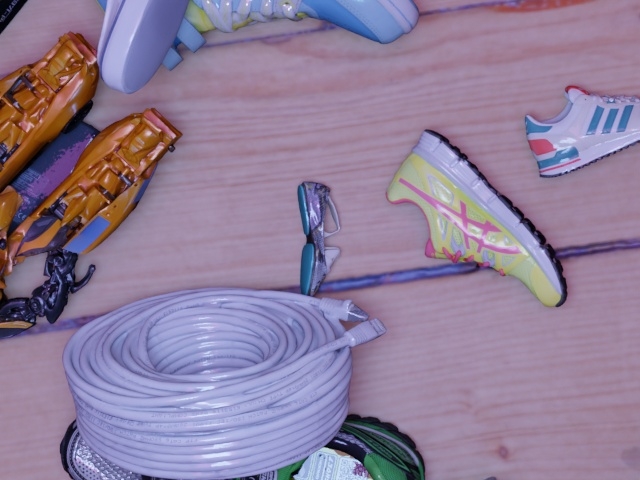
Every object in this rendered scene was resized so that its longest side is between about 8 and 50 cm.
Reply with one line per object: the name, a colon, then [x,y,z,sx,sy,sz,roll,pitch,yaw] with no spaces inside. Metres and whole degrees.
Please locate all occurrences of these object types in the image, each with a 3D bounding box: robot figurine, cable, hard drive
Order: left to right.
robot figurine: [-0.282,-0.045,1.545,0.211,0.085,0.291,44,97,1]
hard drive: [-0.285,-0.070,1.605,0.094,0.022,0.135,31,90,3]
cable: [-0.099,0.123,1.487,0.257,0.257,0.089,12,118,31]

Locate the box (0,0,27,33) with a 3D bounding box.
box: [-0.366,-0.281,1.585,0.180,0.077,0.147,39,90,3]

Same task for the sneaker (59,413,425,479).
sneaker: [-0.073,0.201,1.531,0.344,0.146,0.134,3,89,3]

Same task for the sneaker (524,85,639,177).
sneaker: [0.271,-0.121,1.569,0.161,0.057,0.075,-24,94,4]

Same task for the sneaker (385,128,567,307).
sneaker: [0.147,-0.005,1.567,0.094,0.081,0.208,-45,81,8]

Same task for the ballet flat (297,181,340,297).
ballet flat: [0.000,0.000,1.587,0.041,0.041,0.114,-2,90,2]

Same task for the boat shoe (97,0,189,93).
boat shoe: [-0.158,-0.254,1.468,0.084,0.095,0.258,15,73,14]

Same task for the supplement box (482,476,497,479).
supplement box: [0.090,0.319,1.540,0.220,0.114,0.111,-25,87,0]

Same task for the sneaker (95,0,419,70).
sneaker: [-0.082,-0.219,1.553,0.319,0.127,0.208,31,88,12]
